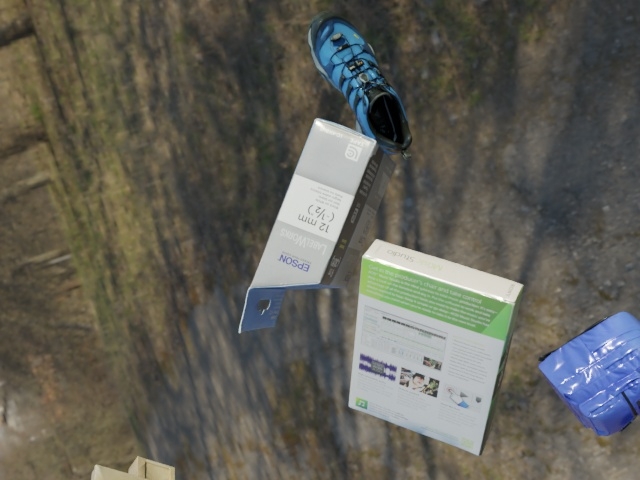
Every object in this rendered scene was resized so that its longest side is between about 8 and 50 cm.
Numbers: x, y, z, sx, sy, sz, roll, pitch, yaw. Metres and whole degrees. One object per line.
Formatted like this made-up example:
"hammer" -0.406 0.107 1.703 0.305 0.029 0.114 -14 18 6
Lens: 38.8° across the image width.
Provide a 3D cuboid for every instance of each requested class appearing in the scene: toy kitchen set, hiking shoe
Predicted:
"toy kitchen set" -0.158 0.218 0.698 0.075 0.068 0.083 -53 26 25
"hiking shoe" 0.087 -0.293 1.683 0.304 0.113 0.132 57 169 -16

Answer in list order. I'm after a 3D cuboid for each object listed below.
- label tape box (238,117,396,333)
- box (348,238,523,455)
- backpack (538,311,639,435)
"label tape box" 0.000 0.000 1.477 0.249 0.115 0.347 19 -89 -78
"box" 0.167 0.168 1.394 0.232 0.058 0.322 18 130 18
"backpack" 0.322 0.148 1.003 0.101 0.120 0.098 54 -177 40
